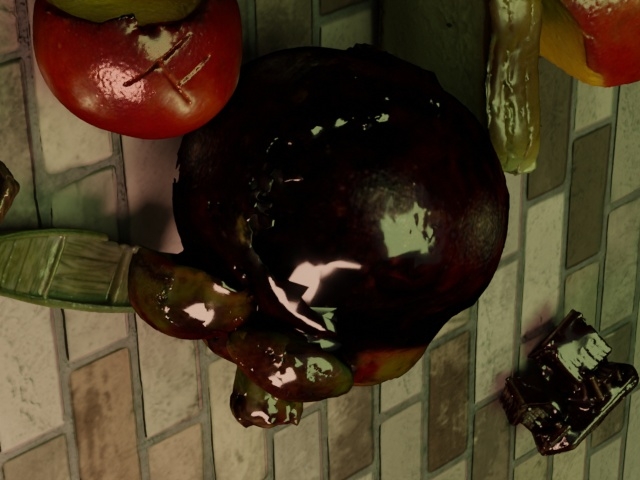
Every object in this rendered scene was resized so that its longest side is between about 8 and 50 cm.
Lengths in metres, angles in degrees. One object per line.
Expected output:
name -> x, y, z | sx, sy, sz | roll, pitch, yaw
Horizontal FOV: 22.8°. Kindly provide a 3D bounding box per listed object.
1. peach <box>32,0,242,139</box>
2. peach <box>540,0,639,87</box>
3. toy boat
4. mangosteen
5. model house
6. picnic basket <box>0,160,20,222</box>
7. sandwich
peach -> -0.186, -0.209, 1.608 | 0.226, 0.196, 0.190 | 36, 48, -47
peach -> 0.373, -0.374, 2.051 | 0.380, 0.242, 0.306 | -29, 134, -32
toy boat -> -0.280, 0.029, 1.731 | 0.293, 0.055, 0.093 | 9, 104, -48
mangosteen -> -0.007, -0.021, 1.764 | 0.421, 0.381, 0.381 | -42, 140, 10
model house -> 0.374, 0.221, 2.442 | 0.203, 0.141, 0.164 | -50, 148, -10
picnic basket -> -0.379, -0.004, 1.580 | 0.193, 0.110, 0.055 | -62, 172, 0
sandwich -> 0.164, -0.241, 1.880 | 0.099, 0.271, 0.301 | -17, 121, -26
